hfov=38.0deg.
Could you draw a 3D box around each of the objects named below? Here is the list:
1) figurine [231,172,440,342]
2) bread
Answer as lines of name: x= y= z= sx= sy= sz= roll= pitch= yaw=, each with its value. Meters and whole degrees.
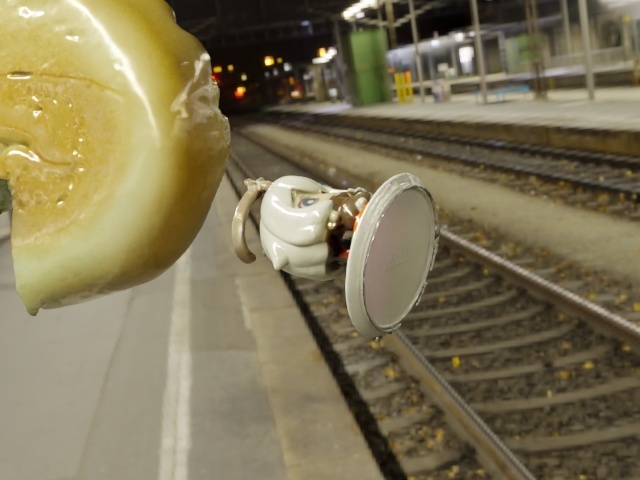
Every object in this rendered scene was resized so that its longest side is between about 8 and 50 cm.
figurine: x=0.000 y=0.000 z=0.740 sx=0.154 sy=0.132 sz=0.132 roll=15 pitch=21 yaw=31
bread: x=-0.232 y=-0.097 z=0.841 sx=0.333 sy=0.332 sz=0.160 roll=-5 pitch=-2 yaw=19
